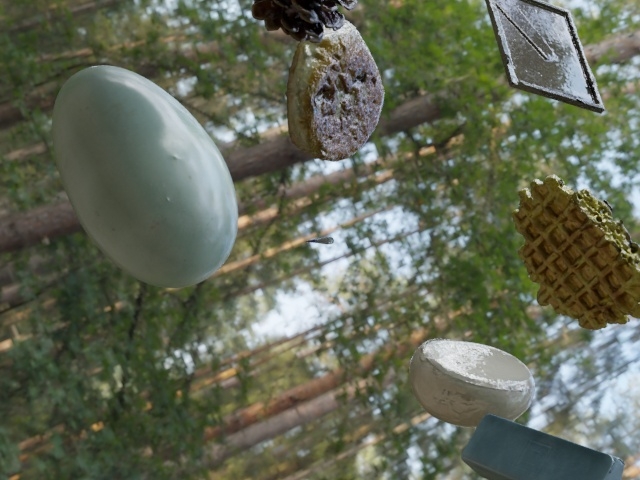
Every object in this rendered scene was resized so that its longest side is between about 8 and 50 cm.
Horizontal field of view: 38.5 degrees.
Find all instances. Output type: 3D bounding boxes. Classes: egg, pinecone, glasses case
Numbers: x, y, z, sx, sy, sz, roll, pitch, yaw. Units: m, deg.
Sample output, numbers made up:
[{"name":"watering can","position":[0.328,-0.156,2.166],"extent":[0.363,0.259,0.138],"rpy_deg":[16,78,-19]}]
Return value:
[{"name":"egg","position":[-0.264,-0.100,1.362],"extent":[0.370,0.230,0.230],"rpy_deg":[58,-22,11]},{"name":"pinecone","position":[-0.014,-0.452,1.575],"extent":[0.168,0.186,0.212],"rpy_deg":[45,-36,14]},{"name":"glasses case","position":[0.320,0.336,1.361],"extent":[0.266,0.056,0.105],"rpy_deg":[7,-97,58]}]

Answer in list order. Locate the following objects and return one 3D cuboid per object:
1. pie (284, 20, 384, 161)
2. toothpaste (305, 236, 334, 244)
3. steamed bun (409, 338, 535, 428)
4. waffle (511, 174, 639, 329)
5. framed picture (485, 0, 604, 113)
[{"name":"pie","position":[0.031,-0.302,1.907],"extent":[0.092,0.315,0.315],"rpy_deg":[12,-53,33]},{"name":"toothpaste","position":[0.000,0.000,1.761],"extent":[0.083,0.024,0.015],"rpy_deg":[0,-80,60]},{"name":"steamed bun","position":[0.265,0.263,1.631],"extent":[0.177,0.228,0.130],"rpy_deg":[-123,-135,-63]},{"name":"waffle","position":[0.489,0.024,1.750],"extent":[0.307,0.060,0.311],"rpy_deg":[3,-65,57]},{"name":"framed picture","position":[0.410,-0.362,1.700],"extent":[0.019,0.209,0.281],"rpy_deg":[125,-30,-45]}]
